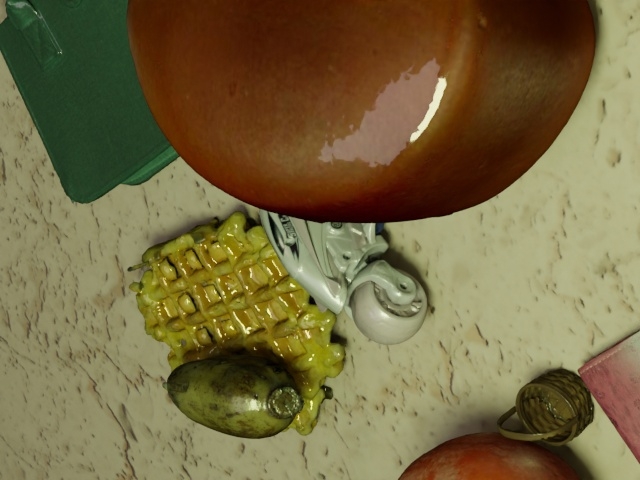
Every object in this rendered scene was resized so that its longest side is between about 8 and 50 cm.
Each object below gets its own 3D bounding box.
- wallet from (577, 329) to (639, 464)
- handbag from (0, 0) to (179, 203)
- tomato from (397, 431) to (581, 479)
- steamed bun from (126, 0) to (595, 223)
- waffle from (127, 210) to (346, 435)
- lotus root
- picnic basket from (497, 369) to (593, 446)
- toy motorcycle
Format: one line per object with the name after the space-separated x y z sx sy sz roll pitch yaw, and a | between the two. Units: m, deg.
0.324 0.186 1.563 0.232 0.025 0.119 57 139 5 | wallet
-0.201 -0.192 1.836 0.326 0.089 0.238 -31 87 49 | handbag
0.161 0.280 1.659 0.208 0.184 0.208 1 92 38 | tomato
0.024 -0.138 1.504 0.379 0.235 0.248 9 95 37 | steamed bun
-0.085 0.082 1.897 0.280 0.060 0.262 32 129 27 | waffle
-0.086 0.159 1.834 0.179 0.089 0.080 4 98 45 | lotus root
0.201 0.161 1.628 0.072 0.083 0.072 22 125 35 | picnic basket
0.000 0.000 1.723 0.254 0.112 0.112 49 138 15 | toy motorcycle
